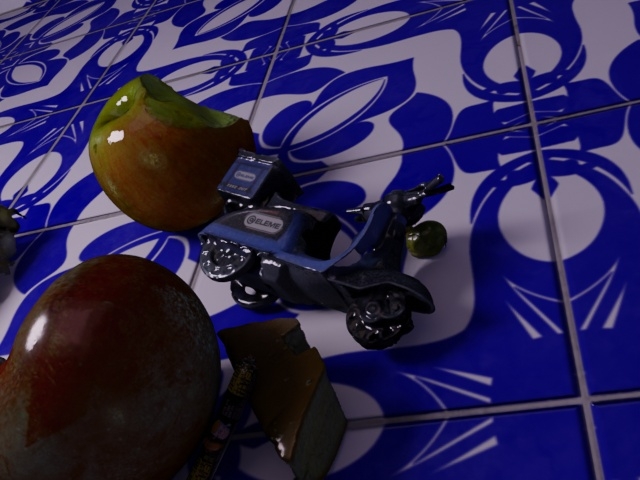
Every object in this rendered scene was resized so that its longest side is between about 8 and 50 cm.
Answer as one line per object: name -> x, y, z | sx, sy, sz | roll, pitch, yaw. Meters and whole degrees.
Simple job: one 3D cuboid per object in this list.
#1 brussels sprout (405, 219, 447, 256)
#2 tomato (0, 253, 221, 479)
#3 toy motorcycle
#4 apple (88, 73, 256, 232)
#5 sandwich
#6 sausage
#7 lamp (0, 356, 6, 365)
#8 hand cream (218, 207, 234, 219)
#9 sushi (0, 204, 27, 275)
brussels sprout -> 0.124, -0.006, 0.955 | 0.051, 0.046, 0.083 | -44, 31, -19
tomato -> -0.215, 0.152, 0.771 | 0.270, 0.222, 0.270 | -51, 15, 19
toy motorcycle -> 0.000, 0.000, 0.919 | 0.358, 0.125, 0.213 | 17, 67, 35
apple -> -0.228, -0.142, 1.141 | 0.246, 0.226, 0.246 | -34, 27, 20
sandwich -> -0.032, 0.154, 0.795 | 0.088, 0.090, 0.244 | -33, 34, -6
sausage -> -0.107, 0.204, 0.746 | 0.025, 0.028, 0.198 | -112, 47, -81
lamp -> -0.443, 0.252, 0.880 | 0.130, 0.108, 0.371 | -16, 37, 12
hand cream -> -0.128, -0.030, 1.132 | 0.052, 0.038, 0.216 | 0, 30, -14
sushi -> -0.595, 0.057, 1.210 | 0.139, 0.131, 0.291 | -28, 36, 35
